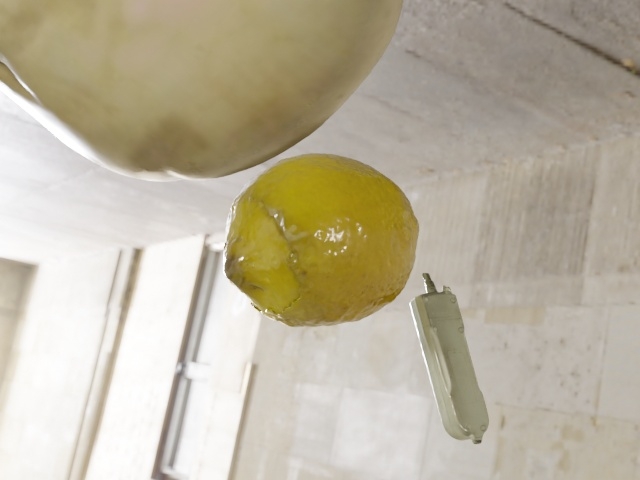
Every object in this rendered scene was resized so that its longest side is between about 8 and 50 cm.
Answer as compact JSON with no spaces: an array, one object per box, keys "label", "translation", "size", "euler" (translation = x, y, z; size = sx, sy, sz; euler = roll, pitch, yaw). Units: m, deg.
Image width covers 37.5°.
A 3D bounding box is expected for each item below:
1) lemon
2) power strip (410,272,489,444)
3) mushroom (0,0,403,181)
[{"label":"lemon","translation":[0.003,0.001,0.926],"size":[0.193,0.181,0.180],"euler":[14,169,-14]},{"label":"power strip","translation":[0.134,0.122,0.994],"size":[0.047,0.191,0.030],"euler":[-1,157,-31]},{"label":"mushroom","translation":[-0.118,-0.208,0.634],"size":[0.352,0.325,0.353],"euler":[9,174,1]}]
